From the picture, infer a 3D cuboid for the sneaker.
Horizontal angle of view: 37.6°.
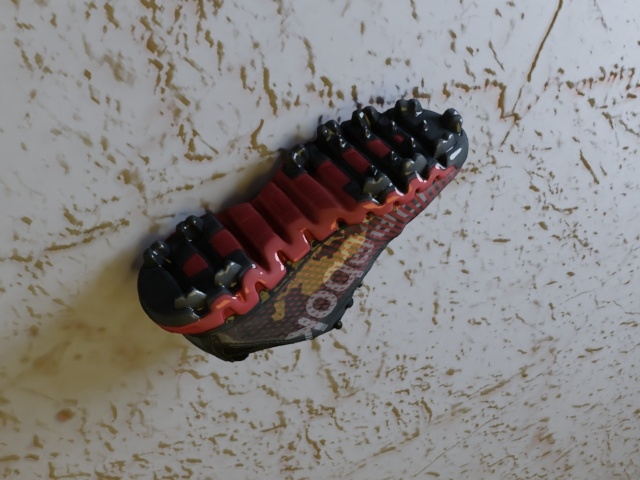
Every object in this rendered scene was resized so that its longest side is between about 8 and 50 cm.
[{"bbox_3d":[0.000,0.000,0.727,0.276,0.097,0.135,-34,138,-6],"label":"sneaker"}]
